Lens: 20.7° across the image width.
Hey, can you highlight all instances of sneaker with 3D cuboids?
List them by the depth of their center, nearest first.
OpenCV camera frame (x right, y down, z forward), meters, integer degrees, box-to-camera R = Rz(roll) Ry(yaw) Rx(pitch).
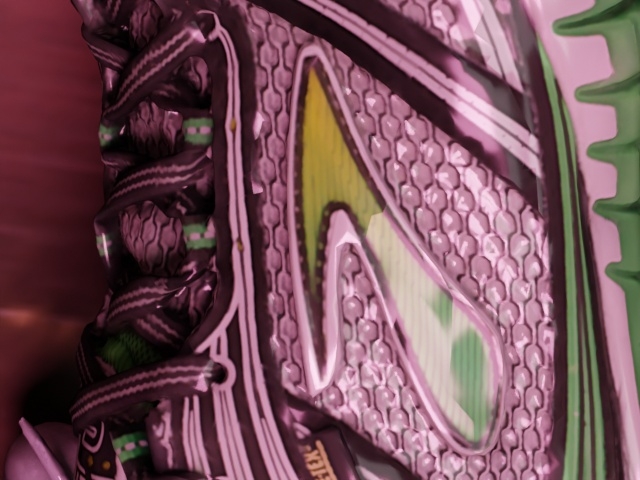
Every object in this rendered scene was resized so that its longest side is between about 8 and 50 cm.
[{"bbox_3d":[0.000,0.000,0.369,0.146,0.134,0.343,-32,109,-15],"label":"sneaker"}]

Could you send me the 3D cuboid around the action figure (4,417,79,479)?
[{"bbox_3d":[-0.029,0.156,0.498,0.185,0.099,0.285,-25,122,-10],"label":"action figure"}]
